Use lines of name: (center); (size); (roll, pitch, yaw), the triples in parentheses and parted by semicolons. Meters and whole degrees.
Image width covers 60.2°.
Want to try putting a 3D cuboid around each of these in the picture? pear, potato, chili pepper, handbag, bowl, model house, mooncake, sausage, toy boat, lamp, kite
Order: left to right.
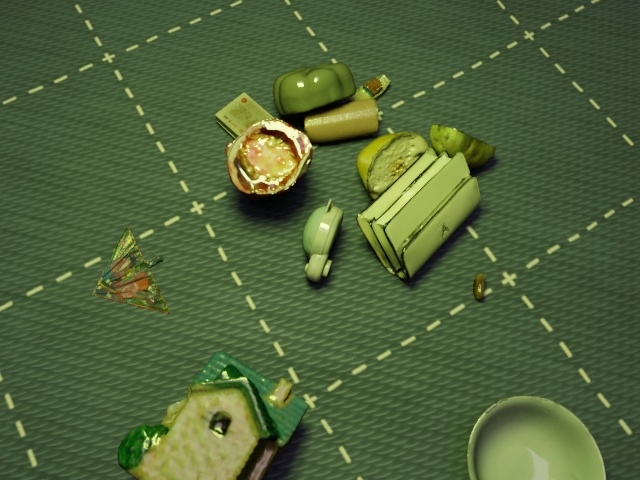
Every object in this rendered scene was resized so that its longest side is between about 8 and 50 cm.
kite: (-0.579, 0.112, 1.667); (0.234, 0.016, 0.321); (-27, 70, -13)
model house: (-0.242, 0.442, 1.336); (0.334, 0.382, 0.343); (30, 74, 8)
chili pepper: (-0.147, -0.221, 1.695); (0.229, 0.305, 0.251); (38, 83, 5)
mooncake: (-0.025, -0.502, 1.811); (0.275, 0.275, 0.135); (-19, 111, -9)
lamp: (-0.003, 0.000, 1.652); (0.108, 0.179, 0.246); (13, 87, 8)
sausage: (0.063, -0.397, 1.847); (0.252, 0.123, 0.123); (-10, 68, -6)
toy boat: (0.171, -0.525, 1.935); (0.172, 0.066, 0.065); (-35, 75, -14)
pear: (0.216, -0.261, 1.771); (0.267, 0.267, 0.178); (-28, 45, -13)
handbag: (0.312, -0.080, 1.666); (0.358, 0.237, 0.160); (-44, 35, -17)
potato: (0.444, -0.288, 1.777); (0.160, 0.271, 0.111); (29, 104, 44)
bowl: (0.529, 0.585, 1.423); (0.345, 0.157, 0.346); (0, 67, -1)

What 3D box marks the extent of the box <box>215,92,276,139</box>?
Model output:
box: (-0.238, -0.391, 1.869); (0.201, 0.058, 0.141); (41, 72, 14)

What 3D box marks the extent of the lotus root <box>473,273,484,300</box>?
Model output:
lotus root: (0.480, 0.141, 1.676); (0.030, 0.037, 0.083); (6, 67, 5)
